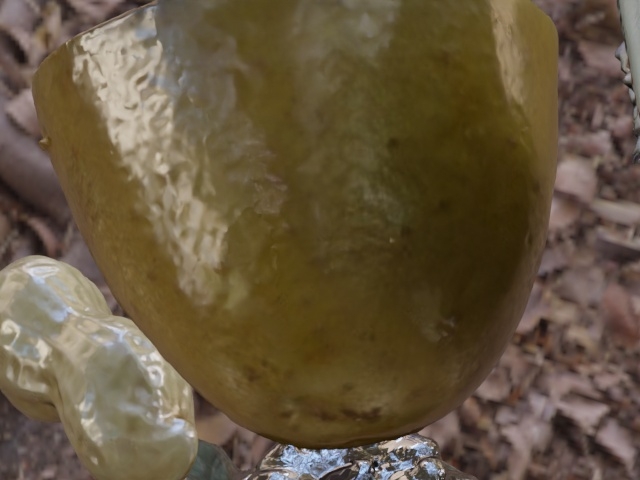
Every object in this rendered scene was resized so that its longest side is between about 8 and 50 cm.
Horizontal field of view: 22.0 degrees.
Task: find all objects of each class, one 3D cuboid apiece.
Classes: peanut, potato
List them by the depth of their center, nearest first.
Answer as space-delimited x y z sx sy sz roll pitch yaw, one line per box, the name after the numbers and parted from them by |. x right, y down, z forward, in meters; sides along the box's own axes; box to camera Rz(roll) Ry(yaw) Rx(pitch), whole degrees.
0.000 0.000 0.617 0.203 0.178 0.158 6 68 -31 | potato
-0.126 0.075 0.907 0.082 0.082 0.187 -29 46 -30 | peanut

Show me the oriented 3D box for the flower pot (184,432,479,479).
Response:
-0.002 0.256 1.022 0.213 0.302 0.302 4 46 -4 | flower pot

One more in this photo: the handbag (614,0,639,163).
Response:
0.190 -0.020 0.541 0.151 0.298 0.171 -11 50 15 | handbag
